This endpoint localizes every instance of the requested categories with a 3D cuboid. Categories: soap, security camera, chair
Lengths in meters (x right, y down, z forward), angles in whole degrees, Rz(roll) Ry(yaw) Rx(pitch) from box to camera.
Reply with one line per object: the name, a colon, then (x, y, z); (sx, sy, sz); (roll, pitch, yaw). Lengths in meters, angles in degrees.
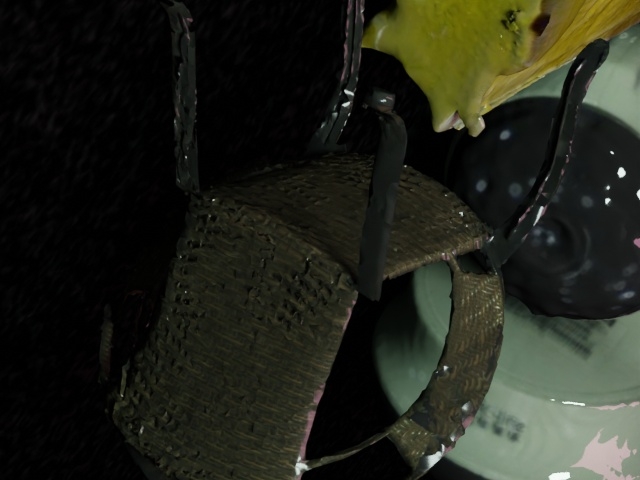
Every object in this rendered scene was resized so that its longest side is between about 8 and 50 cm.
soap: (0.130, -0.146, 0.826); (0.233, 0.076, 0.135); (-34, 166, -44)
security camera: (0.144, 0.004, 0.995); (0.191, 0.197, 0.277); (-41, 152, -49)
chair: (0.000, 0.000, 0.712); (0.149, 0.174, 0.213); (-15, 128, -52)
